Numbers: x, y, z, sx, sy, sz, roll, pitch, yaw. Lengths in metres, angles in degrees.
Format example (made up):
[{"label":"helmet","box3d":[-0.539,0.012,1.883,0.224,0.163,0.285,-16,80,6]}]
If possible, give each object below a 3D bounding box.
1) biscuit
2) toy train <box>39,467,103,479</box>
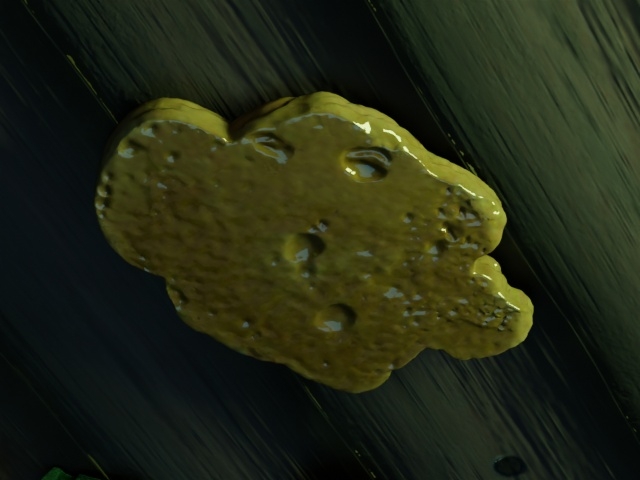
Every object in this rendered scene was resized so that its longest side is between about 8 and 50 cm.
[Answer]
[{"label":"biscuit","box3d":[0.000,-0.003,1.534,0.376,0.051,0.269,24,130,-11]},{"label":"toy train","box3d":[-0.209,0.313,1.858,0.132,0.083,0.200,14,134,15]}]
